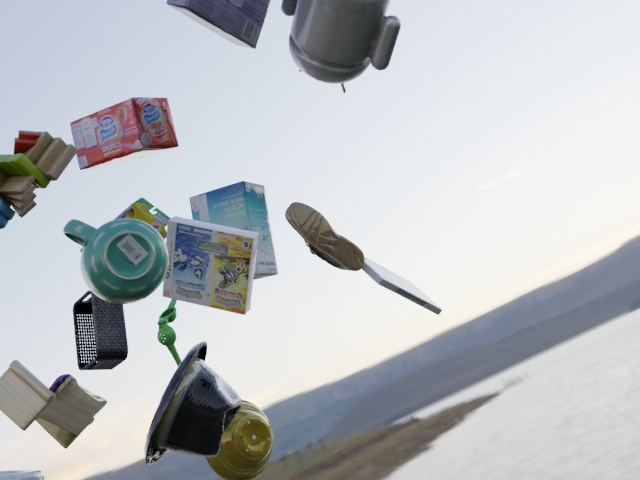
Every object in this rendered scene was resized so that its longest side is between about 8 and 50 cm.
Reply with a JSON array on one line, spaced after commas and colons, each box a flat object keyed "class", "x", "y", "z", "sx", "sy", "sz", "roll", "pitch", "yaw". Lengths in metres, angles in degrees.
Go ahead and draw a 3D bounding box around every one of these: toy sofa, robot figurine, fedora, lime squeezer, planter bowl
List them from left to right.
[{"class": "toy sofa", "x": -0.727, "y": 0.426, "z": 2.180, "sx": 0.177, "sy": 0.150, "sz": 0.362, "roll": -49, "pitch": -16, "yaw": -15}, {"class": "lime squeezer", "x": -0.409, "y": 0.239, "z": 2.279, "sx": 0.110, "sy": 0.310, "sz": 0.059, "roll": 18, "pitch": -37, "yaw": -38}, {"class": "fedora", "x": -0.272, "y": 0.392, "z": 1.842, "sx": 0.334, "sy": 0.153, "sz": 0.333, "roll": 23, "pitch": -90, "yaw": -87}, {"class": "planter bowl", "x": -0.194, "y": 0.521, "z": 2.128, "sx": 0.217, "sy": 0.217, "sz": 0.090, "roll": -14, "pitch": -7, "yaw": -40}, {"class": "robot figurine", "x": 0.041, "y": -0.497, "z": 1.802, "sx": 0.200, "sy": 0.300, "sz": 0.353, "roll": -37, "pitch": -25, "yaw": -40}]

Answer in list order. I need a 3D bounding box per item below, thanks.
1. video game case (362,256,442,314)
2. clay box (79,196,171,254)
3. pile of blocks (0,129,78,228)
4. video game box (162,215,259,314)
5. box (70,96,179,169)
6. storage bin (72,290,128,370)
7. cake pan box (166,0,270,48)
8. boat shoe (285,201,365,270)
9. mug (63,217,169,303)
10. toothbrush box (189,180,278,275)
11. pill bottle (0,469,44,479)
[{"class": "video game case", "x": 0.226, "y": 0.127, "z": 2.482, "sx": 0.285, "sy": 0.204, "sz": 0.025, "roll": 28, "pitch": -81, "yaw": -37}, {"class": "clay box", "x": -0.506, "y": -0.003, "z": 2.137, "sx": 0.222, "sy": 0.127, "sz": 0.053, "roll": -45, "pitch": -22, "yaw": -23}, {"class": "pile of blocks", "x": -0.653, "y": -0.095, "z": 1.590, "sx": 0.362, "sy": 0.149, "sz": 0.112, "roll": -46, "pitch": -50, "yaw": -10}, {"class": "video game box", "x": -0.249, "y": 0.056, "z": 1.810, "sx": 0.205, "sy": 0.187, "sz": 0.048, "roll": 11, "pitch": 21, "yaw": 11}, {"class": "box", "x": -0.489, "y": -0.264, "z": 2.011, "sx": 0.257, "sy": 0.128, "sz": 0.123, "roll": -11, "pitch": 2, "yaw": 38}, {"class": "storage bin", "x": -0.550, "y": 0.225, "z": 2.019, "sx": 0.084, "sy": 0.180, "sz": 0.122, "roll": 5, "pitch": -27, "yaw": -39}, {"class": "cake pan box", "x": -0.194, "y": -0.576, "z": 1.765, "sx": 0.267, "sy": 0.070, "sz": 0.245, "roll": 13, "pitch": -84, "yaw": -58}, {"class": "boat shoe", "x": 0.000, "y": 0.000, "z": 2.342, "sx": 0.092, "sy": 0.285, "sz": 0.102, "roll": -27, "pitch": 32, "yaw": 51}, {"class": "mug", "x": -0.312, "y": 0.030, "z": 1.242, "sx": 0.158, "sy": 0.129, "sz": 0.097, "roll": 1, "pitch": -10, "yaw": -20}, {"class": "toothbrush box", "x": -0.272, "y": -0.014, "z": 2.527, "sx": 0.216, "sy": 0.295, "sz": 0.126, "roll": -13, "pitch": -9, "yaw": 28}, {"class": "pill bottle", "x": -0.687, "y": 0.664, "z": 1.716, "sx": 0.188, "sy": 0.333, "sz": 0.188, "roll": -3, "pitch": -12, "yaw": -1}]
